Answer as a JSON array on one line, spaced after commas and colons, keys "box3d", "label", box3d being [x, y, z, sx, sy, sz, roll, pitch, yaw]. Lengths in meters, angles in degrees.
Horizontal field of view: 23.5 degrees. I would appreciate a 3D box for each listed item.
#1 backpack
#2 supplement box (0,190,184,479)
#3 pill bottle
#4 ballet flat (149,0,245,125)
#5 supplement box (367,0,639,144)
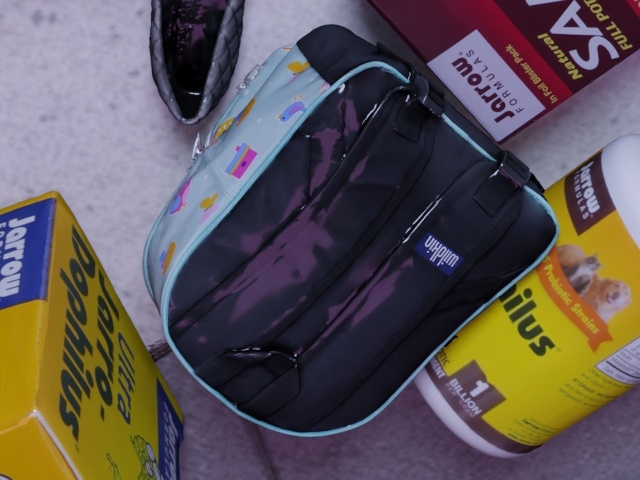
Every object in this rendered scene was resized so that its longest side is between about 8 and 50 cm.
[{"box3d": [0.000, 0.000, 0.801, 0.166, 0.144, 0.188, 38, 91, -29], "label": "backpack"}, {"box3d": [-0.273, 0.150, 0.856, 0.357, 0.194, 0.195, -18, 125, 7], "label": "supplement box"}, {"box3d": [0.154, 0.022, 0.844, 0.117, 0.117, 0.215, 36, 121, -27], "label": "pill bottle"}, {"box3d": [-0.059, -0.138, 0.761, 0.058, 0.049, 0.173, -3, 126, -5], "label": "ballet flat"}, {"box3d": [0.141, -0.169, 0.747, 0.239, 0.073, 0.130, -35, 122, 19], "label": "supplement box"}]
